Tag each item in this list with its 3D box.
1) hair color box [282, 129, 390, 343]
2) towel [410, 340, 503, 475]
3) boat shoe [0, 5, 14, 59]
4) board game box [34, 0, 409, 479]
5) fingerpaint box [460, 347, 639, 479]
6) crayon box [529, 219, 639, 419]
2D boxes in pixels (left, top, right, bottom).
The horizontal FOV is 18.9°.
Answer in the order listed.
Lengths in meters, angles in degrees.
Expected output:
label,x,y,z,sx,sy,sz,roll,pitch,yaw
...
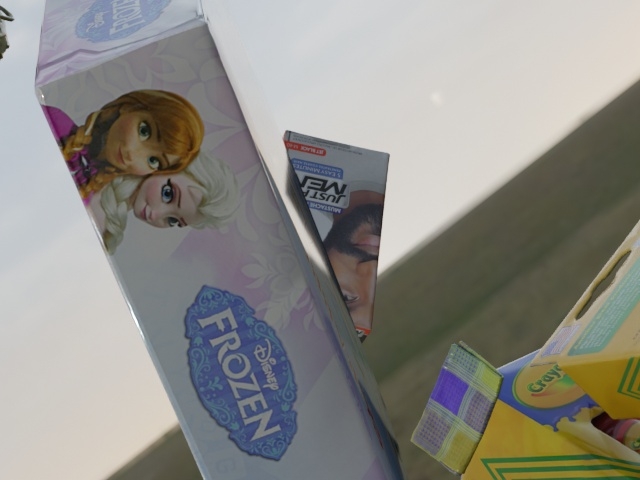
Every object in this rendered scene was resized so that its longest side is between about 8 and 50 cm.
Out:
label,x,y,z,sx,sy,sz,roll,pitch,yaw
hair color box,0.000,0.000,1.565,0.053,0.093,0.167,121,159,-60
towel,0.098,0.121,1.370,0.009,0.060,0.083,11,-71,-41
boat shoe,-0.364,-0.216,1.921,0.089,0.104,0.285,-64,19,6
board game box,-0.029,0.021,0.822,0.066,0.319,0.318,-21,21,2
fingerpaint box,0.420,0.203,1.865,0.444,0.371,0.163,-20,-55,-36
crayon box,0.335,0.050,1.646,0.203,0.083,0.323,-50,12,-19
